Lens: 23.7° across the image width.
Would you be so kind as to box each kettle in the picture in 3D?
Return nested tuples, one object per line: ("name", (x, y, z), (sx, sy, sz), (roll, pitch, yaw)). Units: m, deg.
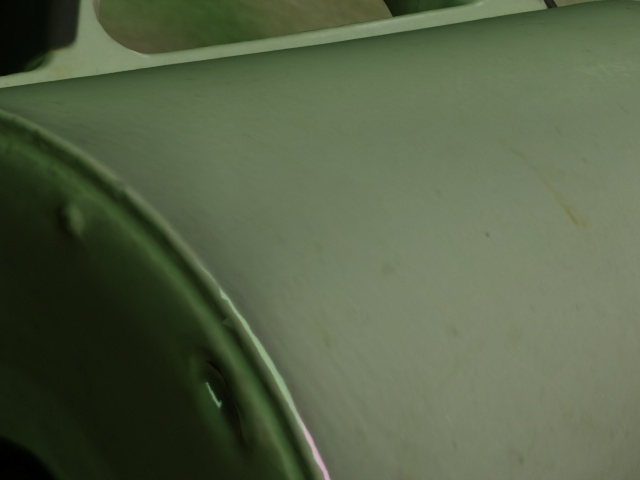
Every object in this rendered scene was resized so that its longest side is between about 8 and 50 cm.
("kettle", (0.000, 0.000, 0.552), (0.377, 0.250, 0.361), (-20, 73, -48))
